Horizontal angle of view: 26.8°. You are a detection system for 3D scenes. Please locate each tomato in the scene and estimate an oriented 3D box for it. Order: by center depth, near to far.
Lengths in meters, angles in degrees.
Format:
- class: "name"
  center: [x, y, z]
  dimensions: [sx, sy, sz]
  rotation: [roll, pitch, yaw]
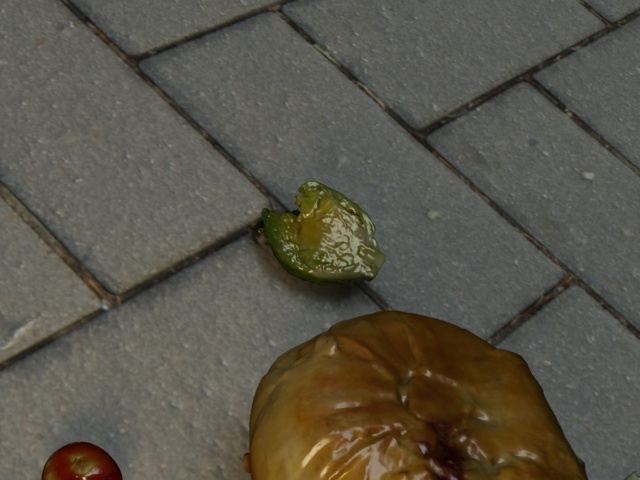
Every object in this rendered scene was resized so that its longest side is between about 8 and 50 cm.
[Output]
- class: "tomato"
  center: [-0.254, 0.255, 1.434]
  dimensions: [0.087, 0.075, 0.087]
  rotation: [12, 44, -12]

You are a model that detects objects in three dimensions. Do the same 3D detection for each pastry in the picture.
- class: "pastry"
  center: [0.102, 0.264, 1.484]
  dimensions: [0.409, 0.245, 0.410]
  rotation: [18, 36, -14]

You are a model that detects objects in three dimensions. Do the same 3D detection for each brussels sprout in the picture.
- class: "brussels sprout"
  center: [0.000, 0.002, 1.807]
  dimensions: [0.181, 0.100, 0.139]
  rotation: [38, 53, 8]

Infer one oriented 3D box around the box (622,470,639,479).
- class: "box"
  center: [0.384, 0.340, 1.710]
  dimensions: [0.084, 0.063, 0.060]
  rotation: [-22, 61, -42]
